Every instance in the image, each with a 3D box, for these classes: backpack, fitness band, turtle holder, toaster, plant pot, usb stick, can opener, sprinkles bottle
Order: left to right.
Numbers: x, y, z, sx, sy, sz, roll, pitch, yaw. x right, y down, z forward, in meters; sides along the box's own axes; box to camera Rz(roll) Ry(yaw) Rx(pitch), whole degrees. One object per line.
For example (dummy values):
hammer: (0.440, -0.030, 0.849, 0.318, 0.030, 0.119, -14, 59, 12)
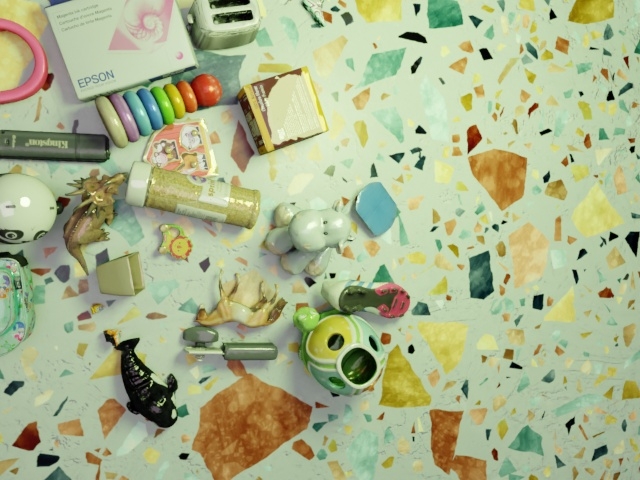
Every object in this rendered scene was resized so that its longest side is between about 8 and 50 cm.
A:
backpack: (-0.842, 0.170, 1.271, 0.225, 0.191, 0.254, -5, 101, -17)
fitness band: (-0.849, -0.448, 1.284, 0.290, 0.054, 0.209, -14, 98, -14)
usb stick: (-0.704, -0.249, 1.346, 0.277, 0.045, 0.077, 0, 95, -16)
plant pot: (-0.549, 0.095, 1.393, 0.096, 0.109, 0.109, -8, 97, -4)
sprinkles bottle: (-0.350, -0.122, 1.418, 0.355, 0.121, 0.121, 12, 91, -20)
toaster: (-0.254, -0.610, 1.403, 0.226, 0.146, 0.129, -13, 98, -16)
can opener: (-0.265, 0.312, 1.506, 0.280, 0.074, 0.093, 9, 91, -17)
turtle holder: (0.065, 0.314, 1.525, 0.243, 0.227, 0.321, -20, 100, -14)

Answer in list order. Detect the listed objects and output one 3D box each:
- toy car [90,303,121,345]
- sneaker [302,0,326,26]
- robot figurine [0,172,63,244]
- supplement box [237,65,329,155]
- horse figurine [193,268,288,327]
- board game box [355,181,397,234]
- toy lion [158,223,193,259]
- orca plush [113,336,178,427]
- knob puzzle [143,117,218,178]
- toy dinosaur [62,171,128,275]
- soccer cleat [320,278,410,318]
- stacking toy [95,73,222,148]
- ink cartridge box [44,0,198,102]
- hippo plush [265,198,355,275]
toy car: (-0.587, 0.232, 1.415, 0.040, 0.060, 0.122, -32, 112, -45)
sneaker: (0.000, -0.698, 1.528, 0.069, 0.038, 0.098, -44, 105, -9)
robot figurine: (-0.768, -0.071, 1.231, 0.174, 0.278, 0.209, 61, 41, -38)
supplement box: (-0.110, -0.371, 1.472, 0.194, 0.129, 0.191, -23, 100, -14)
horse figurine: (-0.226, 0.194, 1.515, 0.263, 0.066, 0.175, 17, 84, -15)
board game box: (0.172, -0.103, 1.622, 0.133, 0.033, 0.169, -51, 118, -21)
toy lion: (-0.415, 0.004, 1.463, 0.096, 0.034, 0.100, 2, 93, -24)
orca plush: (-0.483, 0.413, 1.433, 0.151, 0.102, 0.287, -13, 98, -15)
knob puzzle: (-0.403, -0.248, 1.446, 0.213, 0.030, 0.213, -1, 95, -17)
toy dinosaur: (-0.602, -0.056, 1.311, 0.127, 0.200, 0.296, 20, 89, -17)
soccer cleat: (0.146, 0.170, 1.607, 0.331, 0.143, 0.116, 12, 96, -41)
stacking toy: (-0.425, -0.374, 1.386, 0.330, 0.141, 0.141, -28, 101, -19)
ink cartridge box: (-0.529, -0.571, 1.331, 0.324, 0.071, 0.330, -18, 101, -1)
hippo plush: (0.000, 0.000, 1.477, 0.294, 0.236, 0.235, -3, 95, -16)
